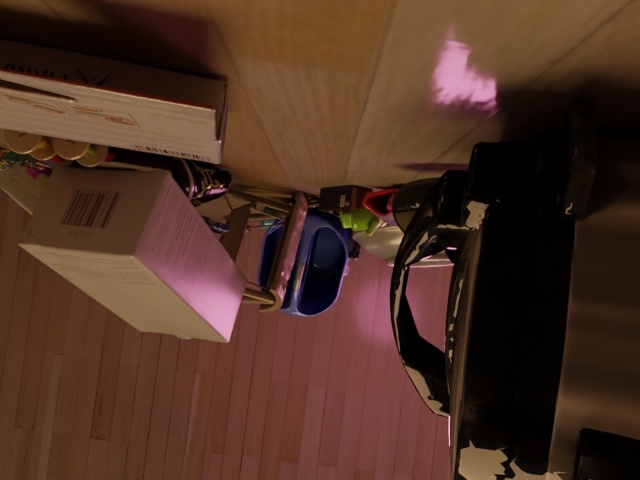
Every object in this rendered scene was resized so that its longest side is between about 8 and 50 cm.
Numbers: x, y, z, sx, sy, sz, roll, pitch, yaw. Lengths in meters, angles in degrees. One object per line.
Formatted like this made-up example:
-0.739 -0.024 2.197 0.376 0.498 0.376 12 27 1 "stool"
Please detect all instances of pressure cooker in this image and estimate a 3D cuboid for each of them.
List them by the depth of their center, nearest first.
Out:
0.272 0.090 0.480 0.419 0.371 0.375 8 -178 18 "pressure cooker"

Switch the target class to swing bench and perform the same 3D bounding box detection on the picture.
-0.169 0.020 1.244 0.254 0.254 0.165 8 152 13 "swing bench"

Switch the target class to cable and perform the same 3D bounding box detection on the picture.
-0.002 -0.082 1.339 0.150 0.047 0.184 7 179 7 "cable"

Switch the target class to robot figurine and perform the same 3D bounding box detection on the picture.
0.101 -0.058 1.145 0.115 0.067 0.101 -8 -148 -3 "robot figurine"

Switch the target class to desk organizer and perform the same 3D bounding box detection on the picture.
0.050 -0.083 1.066 0.050 0.047 0.130 5 180 -29 "desk organizer"

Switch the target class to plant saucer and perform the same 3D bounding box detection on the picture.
0.286 0.016 1.441 0.399 0.101 0.400 -2 172 0 "plant saucer"

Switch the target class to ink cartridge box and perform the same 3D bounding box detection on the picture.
-0.214 -0.126 0.419 0.274 0.060 0.239 8 177 -11 "ink cartridge box"

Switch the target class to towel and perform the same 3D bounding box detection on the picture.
-0.350 -0.092 1.007 0.335 0.040 0.243 23 176 -20 "towel"

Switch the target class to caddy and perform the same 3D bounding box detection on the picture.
-0.049 0.060 1.492 0.241 0.342 0.179 13 -150 1 "caddy"

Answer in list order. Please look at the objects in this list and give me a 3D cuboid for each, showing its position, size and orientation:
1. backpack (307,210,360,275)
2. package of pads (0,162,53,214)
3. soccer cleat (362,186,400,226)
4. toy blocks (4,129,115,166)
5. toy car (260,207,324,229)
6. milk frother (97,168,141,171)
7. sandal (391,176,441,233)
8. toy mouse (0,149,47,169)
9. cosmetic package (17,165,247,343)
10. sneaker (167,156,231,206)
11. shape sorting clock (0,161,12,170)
0.000 0.000 1.698 0.263 0.213 0.276 15 180 1 "backpack"
-0.607 -0.064 1.308 0.296 0.101 0.229 37 178 12 "package of pads"
0.174 -0.057 0.914 0.095 0.083 0.248 13 178 -30 "soccer cleat"
-0.368 -0.137 0.781 0.123 0.054 0.148 7 179 3 "toy blocks"
-0.111 0.016 1.891 0.219 0.238 0.210 7 179 -10 "toy car"
-0.454 -0.125 1.261 0.134 0.129 0.143 7 -138 26 "milk frother"
0.245 -0.049 0.699 0.302 0.120 0.086 8 -153 30 "sandal"
-0.626 -0.172 1.103 0.142 0.031 0.161 7 179 1 "toy mouse"
-0.302 0.044 0.939 0.217 0.156 0.385 6 153 14 "cosmetic package"
-0.213 -0.116 0.949 0.097 0.084 0.234 -17 -177 -7 "sneaker"
-0.829 -0.190 1.204 0.206 0.041 0.206 7 179 0 "shape sorting clock"
